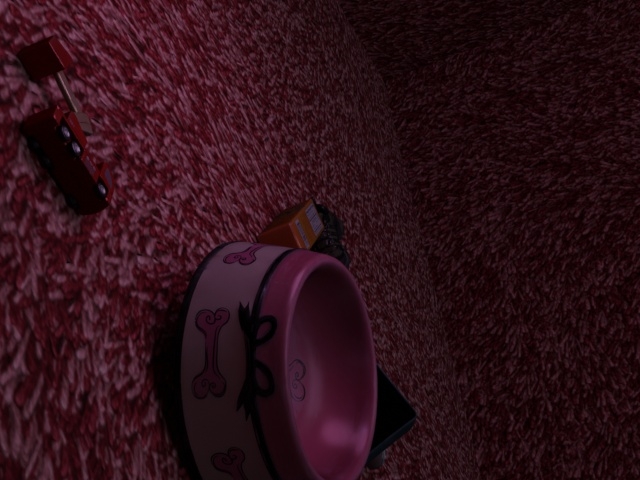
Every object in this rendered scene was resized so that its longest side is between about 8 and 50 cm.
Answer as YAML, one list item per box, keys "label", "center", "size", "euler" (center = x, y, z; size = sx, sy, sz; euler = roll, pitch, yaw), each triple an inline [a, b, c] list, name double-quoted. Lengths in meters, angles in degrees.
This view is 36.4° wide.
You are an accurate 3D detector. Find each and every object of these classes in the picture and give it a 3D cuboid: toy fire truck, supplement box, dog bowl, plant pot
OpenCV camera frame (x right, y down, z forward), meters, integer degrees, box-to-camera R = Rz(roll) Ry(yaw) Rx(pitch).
- label: "toy fire truck"
  center: [-0.312, -0.140, 1.201]
  size: [0.135, 0.047, 0.192]
  euler: [-90, 157, -54]
- label: "supplement box"
  center: [-0.056, -0.015, 1.939]
  size: [0.233, 0.078, 0.080]
  euler: [-51, 118, -74]
- label: "dog bowl"
  center: [-0.043, 0.194, 1.403]
  size: [0.408, 0.150, 0.407]
  euler: [-7, 90, -67]
- label: "plant pot"
  center: [0.057, 0.315, 1.718]
  size: [0.165, 0.165, 0.234]
  euler: [50, -9, 19]

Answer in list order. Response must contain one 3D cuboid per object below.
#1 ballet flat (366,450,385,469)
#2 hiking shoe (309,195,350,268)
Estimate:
- label: "ballet flat"
  center: [0.085, 0.379, 2.035]
  size: [0.068, 0.072, 0.213]
  euler: [28, 37, -30]
- label: "hiking shoe"
  center: [0.000, 0.000, 2.158]
  size: [0.114, 0.086, 0.227]
  euler: [47, 20, -30]
